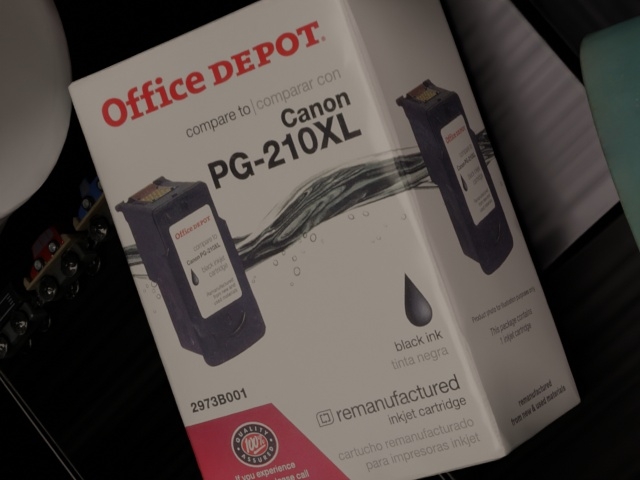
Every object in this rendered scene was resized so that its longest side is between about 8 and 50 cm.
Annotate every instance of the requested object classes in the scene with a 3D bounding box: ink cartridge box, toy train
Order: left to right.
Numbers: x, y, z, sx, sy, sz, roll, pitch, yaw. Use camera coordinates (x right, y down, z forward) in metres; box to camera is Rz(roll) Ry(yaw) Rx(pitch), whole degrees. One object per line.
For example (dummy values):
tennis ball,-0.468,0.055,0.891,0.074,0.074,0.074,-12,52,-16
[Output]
toy train,-0.145,0.009,1.023,0.158,0.027,0.036,-47,66,30
ink cartridge box,0.000,0.000,0.891,0.172,0.100,0.237,-19,91,32

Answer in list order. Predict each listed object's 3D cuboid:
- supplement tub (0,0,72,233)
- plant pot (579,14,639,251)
supplement tub,-0.307,-0.045,0.951,0.331,0.241,0.241,-25,88,42
plant pot,0.263,0.007,0.644,0.235,0.293,0.293,-25,88,17
